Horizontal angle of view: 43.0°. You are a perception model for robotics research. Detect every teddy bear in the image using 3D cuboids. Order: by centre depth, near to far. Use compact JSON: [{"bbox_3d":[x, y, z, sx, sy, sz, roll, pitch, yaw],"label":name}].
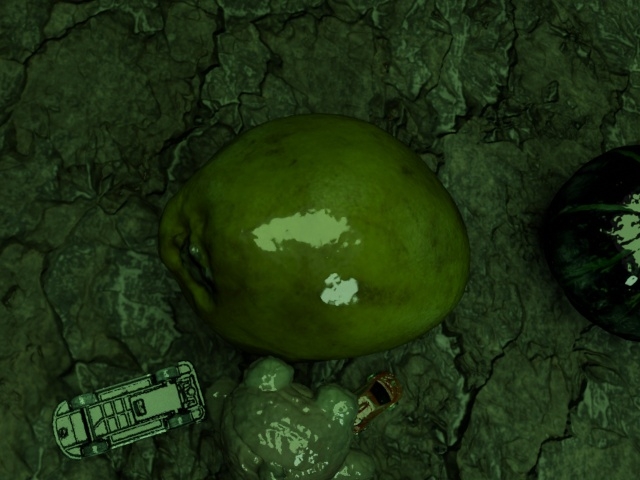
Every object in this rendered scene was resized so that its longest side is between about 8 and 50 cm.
[{"bbox_3d":[-0.044,0.251,1.023,0.236,0.267,0.151,25,71,9],"label":"teddy bear"}]

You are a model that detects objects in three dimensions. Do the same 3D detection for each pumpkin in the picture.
[{"bbox_3d":[0.497,0.000,1.217,0.315,0.238,0.315,1,78,-7],"label":"pumpkin"}]

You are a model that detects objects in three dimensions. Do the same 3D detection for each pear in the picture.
[{"bbox_3d":[0.000,0.000,1.048,0.413,0.352,0.352,10,71,-42],"label":"pear"}]

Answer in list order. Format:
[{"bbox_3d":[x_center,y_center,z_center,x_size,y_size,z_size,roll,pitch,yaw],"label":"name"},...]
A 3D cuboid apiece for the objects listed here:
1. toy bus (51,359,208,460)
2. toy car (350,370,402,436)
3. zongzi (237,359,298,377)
[{"bbox_3d":[-0.252,0.229,1.080,0.194,0.089,0.087,-16,78,-15],"label":"toy bus"},{"bbox_3d":[0.067,0.235,1.171,0.122,0.035,0.059,-33,80,-16],"label":"toy car"},{"bbox_3d":[-0.065,0.195,1.156,0.073,0.067,0.083,-39,104,-29],"label":"zongzi"}]
